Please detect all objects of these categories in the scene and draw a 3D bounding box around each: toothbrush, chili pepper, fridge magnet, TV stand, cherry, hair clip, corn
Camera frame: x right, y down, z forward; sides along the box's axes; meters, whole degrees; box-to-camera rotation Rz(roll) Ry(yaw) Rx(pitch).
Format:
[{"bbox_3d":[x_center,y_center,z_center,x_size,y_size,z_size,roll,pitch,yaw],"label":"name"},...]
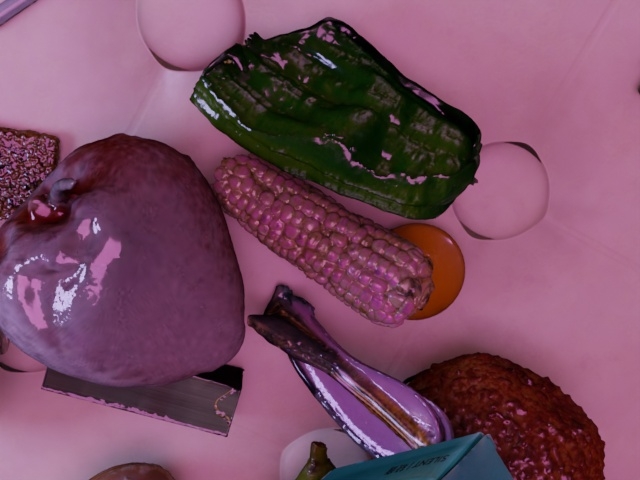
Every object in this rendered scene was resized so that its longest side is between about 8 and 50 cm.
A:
[{"bbox_3d":[-0.316,-0.374,1.389,0.342,0.025,0.030,-35,99,5],"label":"toothbrush"},{"bbox_3d":[0.029,-0.150,1.392,0.385,0.213,0.167,26,143,0],"label":"chili pepper"},{"bbox_3d":[0.136,0.044,1.505,0.143,0.063,0.143,-1,102,-5],"label":"fridge magnet"},{"bbox_3d":[-0.249,0.197,1.502,0.270,0.088,0.082,17,101,-8],"label":"TV stand"},{"bbox_3d":[-0.261,0.043,1.351,0.326,0.291,0.334,-30,110,-39],"label":"cherry"},{"bbox_3d":[0.037,0.198,1.438,0.359,0.095,0.110,38,86,23],"label":"hair clip"},{"bbox_3d":[0.000,-0.001,1.429,0.335,0.126,0.126,31,100,7],"label":"corn"}]

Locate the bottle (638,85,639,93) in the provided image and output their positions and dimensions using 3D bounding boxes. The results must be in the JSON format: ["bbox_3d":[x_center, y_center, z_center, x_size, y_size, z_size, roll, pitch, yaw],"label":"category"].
[{"bbox_3d":[0.489,-0.241,1.471,0.063,0.047,0.101,22,99,-46],"label":"bottle"}]

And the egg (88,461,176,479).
[{"bbox_3d":[-0.288,0.433,1.505,0.203,0.203,0.245,23,91,-9],"label":"egg"}]

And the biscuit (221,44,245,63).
[{"bbox_3d":[-0.105,-0.226,1.441,0.084,0.023,0.083,-1,104,-4],"label":"biscuit"}]

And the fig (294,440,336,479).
[{"bbox_3d":[0.011,0.474,1.523,0.233,0.233,0.314,29,96,-10],"label":"fig"}]

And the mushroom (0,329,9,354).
[{"bbox_3d":[-0.524,0.166,1.426,0.246,0.202,0.246,13,112,35],"label":"mushroom"}]

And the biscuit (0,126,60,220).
[{"bbox_3d":[-0.482,-0.098,1.446,0.237,0.026,0.131,8,101,-7],"label":"biscuit"}]

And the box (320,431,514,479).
[{"bbox_3d":[0.125,0.380,1.341,0.311,0.118,0.205,-26,99,47],"label":"box"}]

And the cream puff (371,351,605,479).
[{"bbox_3d":[0.231,0.325,1.471,0.351,0.228,0.350,3,106,11],"label":"cream puff"}]
